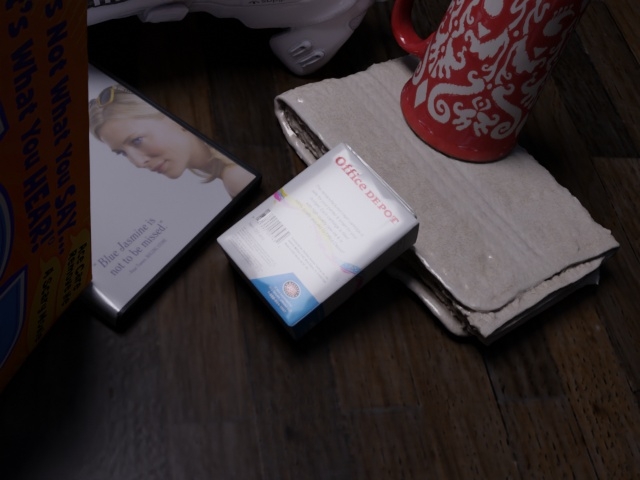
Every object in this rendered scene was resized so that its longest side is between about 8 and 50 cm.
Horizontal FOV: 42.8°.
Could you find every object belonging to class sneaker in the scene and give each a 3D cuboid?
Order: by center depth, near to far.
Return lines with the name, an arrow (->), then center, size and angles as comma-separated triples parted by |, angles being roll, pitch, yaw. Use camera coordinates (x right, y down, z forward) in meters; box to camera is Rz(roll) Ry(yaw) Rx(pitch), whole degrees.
sneaker -> -0.096, -0.224, 0.711 | 0.365, 0.210, 0.137 | -22, 60, 3

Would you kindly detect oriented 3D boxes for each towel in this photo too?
towel -> 0.108, -0.049, 0.709 | 0.187, 0.049, 0.282 | -22, 63, -31

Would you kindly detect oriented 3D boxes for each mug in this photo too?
mug -> 0.129, -0.169, 0.665 | 0.150, 0.169, 0.113 | 24, 51, 1

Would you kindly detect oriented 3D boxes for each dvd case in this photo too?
dvd case -> -0.195, -0.065, 0.639 | 0.253, 0.022, 0.180 | 34, 52, 9

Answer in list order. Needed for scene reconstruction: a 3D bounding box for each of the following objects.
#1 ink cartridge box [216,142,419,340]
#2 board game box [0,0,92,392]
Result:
ink cartridge box -> 0.000, 0.000, 0.607 | 0.122, 0.052, 0.088 | -39, 72, -9
board game box -> -0.346, -0.024, 0.336 | 0.356, 0.356, 0.356 | 28, 55, 3
